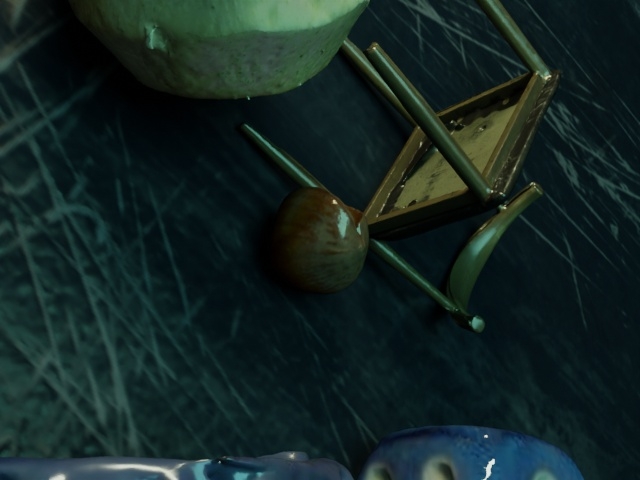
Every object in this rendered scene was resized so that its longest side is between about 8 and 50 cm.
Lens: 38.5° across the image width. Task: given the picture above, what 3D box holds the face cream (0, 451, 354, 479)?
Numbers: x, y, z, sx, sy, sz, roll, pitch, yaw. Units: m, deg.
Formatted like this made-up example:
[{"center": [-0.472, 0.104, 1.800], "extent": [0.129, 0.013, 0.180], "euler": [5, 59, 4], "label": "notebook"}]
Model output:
[{"center": [-0.098, 0.218, 0.436], "extent": [0.249, 0.249, 0.225], "euler": [11, 66, -39], "label": "face cream"}]

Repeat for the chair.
[{"center": [0.107, -0.072, 0.760], "extent": [0.272, 0.166, 0.188], "euler": [47, 50, -20], "label": "chair"}]

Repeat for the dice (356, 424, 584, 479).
[{"center": [0.115, 0.223, 0.688], "extent": [0.143, 0.147, 0.146], "euler": [24, 61, -36], "label": "dice"}]

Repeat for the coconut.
[{"center": [-0.075, -0.218, 0.609], "extent": [0.197, 0.237, 0.236], "euler": [-34, 99, -39], "label": "coconut"}]

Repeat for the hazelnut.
[{"center": [0.000, 0.000, 0.703], "extent": [0.086, 0.086, 0.086], "euler": [14, 67, -37], "label": "hazelnut"}]
